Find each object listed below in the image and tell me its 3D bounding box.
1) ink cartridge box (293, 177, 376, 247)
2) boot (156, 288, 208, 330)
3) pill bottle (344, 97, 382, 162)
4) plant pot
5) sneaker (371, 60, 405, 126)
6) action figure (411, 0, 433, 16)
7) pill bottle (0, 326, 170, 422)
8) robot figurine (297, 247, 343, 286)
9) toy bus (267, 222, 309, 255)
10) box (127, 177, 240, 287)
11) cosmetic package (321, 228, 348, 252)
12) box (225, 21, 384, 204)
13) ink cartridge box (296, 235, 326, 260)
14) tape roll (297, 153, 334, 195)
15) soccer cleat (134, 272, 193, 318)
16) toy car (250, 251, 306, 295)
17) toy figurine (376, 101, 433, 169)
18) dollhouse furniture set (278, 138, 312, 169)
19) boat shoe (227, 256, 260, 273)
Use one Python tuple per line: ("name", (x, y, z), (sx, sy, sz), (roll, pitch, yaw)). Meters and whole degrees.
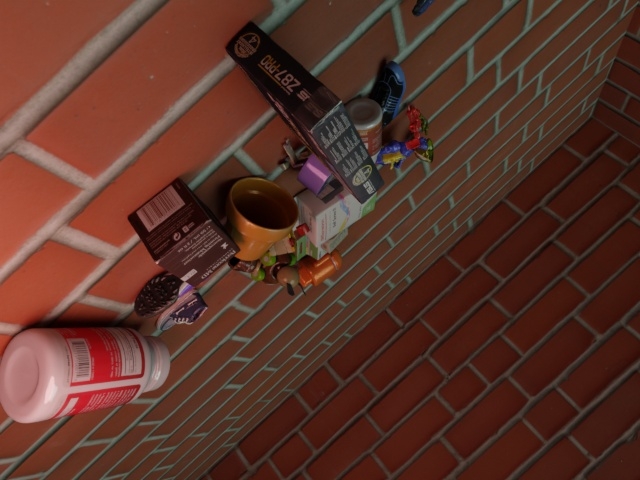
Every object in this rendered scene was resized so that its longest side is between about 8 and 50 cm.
("ink cartridge box", (0.033, -0.114, 1.624), (0.353, 0.119, 0.207), (-34, 154, -18))
("boot", (-0.464, 0.254, 1.529), (0.190, 0.086, 0.069), (-46, 154, 6))
("pill bottle", (0.133, -0.327, 1.436), (0.121, 0.121, 0.216), (-36, 153, -13))
("plant pot", (-0.191, -0.046, 1.330), (0.205, 0.205, 0.188), (-17, 151, -42))
("sneaker", (0.198, -0.435, 1.408), (0.090, 0.081, 0.232), (-42, 157, -18))
("action figure", (0.262, -0.683, 1.021), (0.330, 0.179, 0.341), (-24, 174, -42))
("pill bottle", (-0.635, 0.360, 1.288), (0.229, 0.229, 0.407), (-48, 154, 12))
("robot figurine", (-0.001, 0.102, 1.907), (0.219, 0.128, 0.158), (-34, 132, -14))
("toy bus", (-0.145, -0.052, 1.486), (0.202, 0.190, 0.104), (-54, -165, 25))
("box", (-0.347, -0.015, 1.186), (0.168, 0.167, 0.203), (-40, 154, -5))
("cosmetic package", (0.052, -0.014, 1.716), (0.115, 0.041, 0.060), (-45, 150, -27))
("box", (-0.017, -0.279, 1.075), (0.097, 0.318, 0.395), (-44, 155, 3))
("ink cartridge box", (0.000, 0.000, 1.758), (0.209, 0.062, 0.109), (-39, 147, -35))
("tape roll", (0.017, -0.233, 1.381), (0.189, 0.080, 0.189), (-51, 180, 0))
("soccer cleat", (-0.415, 0.125, 1.385), (0.318, 0.108, 0.116), (-43, 159, -5))
("toy car", (-0.134, 0.143, 1.706), (0.149, 0.188, 0.155), (-53, 152, 21))
("toy figurine", (0.271, -0.345, 1.641), (0.217, 0.191, 0.362), (-14, -179, 23))
("dollhouse furniture set", (-0.074, -0.277, 1.353), (0.114, 0.091, 0.081), (-51, 121, -37))
("boat shoe", (-0.259, 0.060, 1.452), (0.073, 0.207, 0.073), (20, 80, -28))
